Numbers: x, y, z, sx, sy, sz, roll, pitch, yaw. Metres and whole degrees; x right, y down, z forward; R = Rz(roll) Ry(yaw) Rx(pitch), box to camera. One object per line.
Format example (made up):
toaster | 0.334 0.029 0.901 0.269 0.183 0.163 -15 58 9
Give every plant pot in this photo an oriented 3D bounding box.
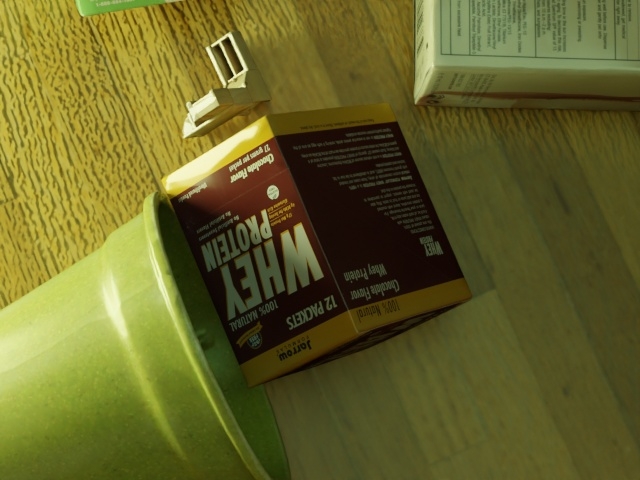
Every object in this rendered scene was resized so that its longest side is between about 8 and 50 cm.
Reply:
plant pot | -0.194 0.135 1.390 0.254 0.276 0.276 -24 83 4

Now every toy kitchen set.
toy kitchen set | -0.106 -0.143 1.526 0.068 0.083 0.075 -30 81 33

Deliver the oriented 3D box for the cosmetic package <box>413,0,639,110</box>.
cosmetic package | 0.238 -0.205 1.531 0.296 0.129 0.153 2 78 -3

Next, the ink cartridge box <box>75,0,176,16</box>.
ink cartridge box | -0.161 -0.329 1.487 0.160 0.092 0.219 -11 118 -6

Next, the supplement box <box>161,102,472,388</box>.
supplement box | 0.000 0.000 1.426 0.129 0.191 0.194 -28 81 34
